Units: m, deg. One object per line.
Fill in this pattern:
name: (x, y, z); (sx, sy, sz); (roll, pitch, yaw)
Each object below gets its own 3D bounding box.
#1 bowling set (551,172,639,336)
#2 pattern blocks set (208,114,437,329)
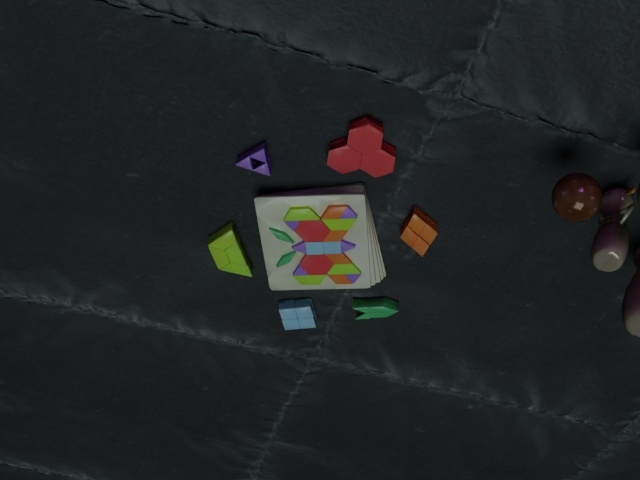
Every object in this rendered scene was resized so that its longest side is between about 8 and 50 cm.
bowling set: (0.366, -0.052, 1.019); (0.199, 0.154, 0.287); (32, 133, -2)
pattern blocks set: (0.000, 0.000, 1.150); (0.285, 0.026, 0.325); (-13, 134, 16)
